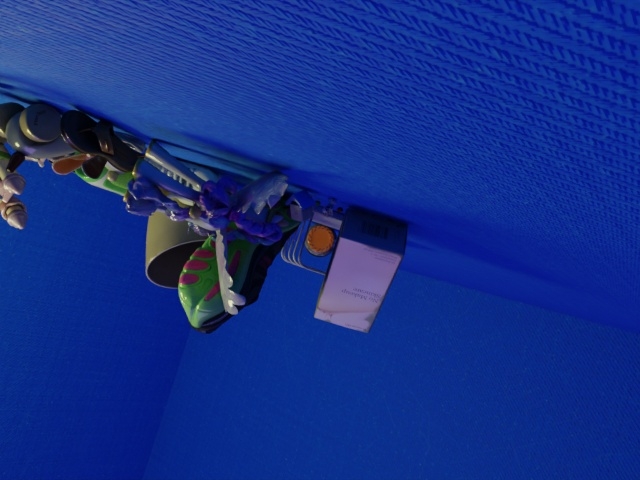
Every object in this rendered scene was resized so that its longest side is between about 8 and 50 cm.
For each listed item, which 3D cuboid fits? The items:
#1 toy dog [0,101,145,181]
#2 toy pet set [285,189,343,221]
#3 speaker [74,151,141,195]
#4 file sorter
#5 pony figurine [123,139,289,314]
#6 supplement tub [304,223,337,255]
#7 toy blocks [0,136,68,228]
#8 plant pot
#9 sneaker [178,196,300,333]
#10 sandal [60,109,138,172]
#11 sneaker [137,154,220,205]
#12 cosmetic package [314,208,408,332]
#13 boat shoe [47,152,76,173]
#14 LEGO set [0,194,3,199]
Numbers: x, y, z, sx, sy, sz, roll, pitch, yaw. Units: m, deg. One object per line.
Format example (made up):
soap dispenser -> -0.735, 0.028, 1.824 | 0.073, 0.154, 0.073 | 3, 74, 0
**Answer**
toy dog -> -0.601, -0.199, 1.335 | 0.333, 0.161, 0.220 | 19, 171, -33
toy pet set -> -0.027, -0.095, 1.319 | 0.122, 0.065, 0.114 | 18, -147, 41
speaker -> -0.560, -0.193, 1.639 | 0.131, 0.131, 0.296 | 16, 176, 24
file sorter -> 0.008, 0.009, 1.663 | 0.193, 0.173, 0.277 | 19, 177, -14
pony figurine -> -0.217, -0.062, 1.191 | 0.363, 0.303, 0.351 | 24, -165, -16
supplement tub -> 0.000, 0.000, 2.013 | 0.117, 0.117, 0.190 | 17, 177, -1
toy blocks -> -0.846, -0.182, 1.473 | 0.260, 0.288, 0.309 | 45, -170, 32
plant pot -> -0.378, -0.047, 1.592 | 0.256, 0.274, 0.256 | -15, 153, -8
sneaker -> -0.200, 0.039, 1.431 | 0.185, 0.483, 0.202 | 29, 135, 11
sandal -> -0.460, -0.213, 1.216 | 0.060, 0.090, 0.219 | -15, 154, 21
sneaker -> -0.384, -0.160, 1.455 | 0.290, 0.106, 0.123 | 17, 179, 36
cosmetic package -> 0.096, 0.082, 1.422 | 0.160, 0.113, 0.309 | 15, 133, 0
boat shoe -> -0.688, -0.223, 1.770 | 0.301, 0.102, 0.108 | 23, 140, -24
LEGO set -> -0.707, -0.202, 1.232 | 0.060, 0.182, 0.244 | 3, 164, -40
